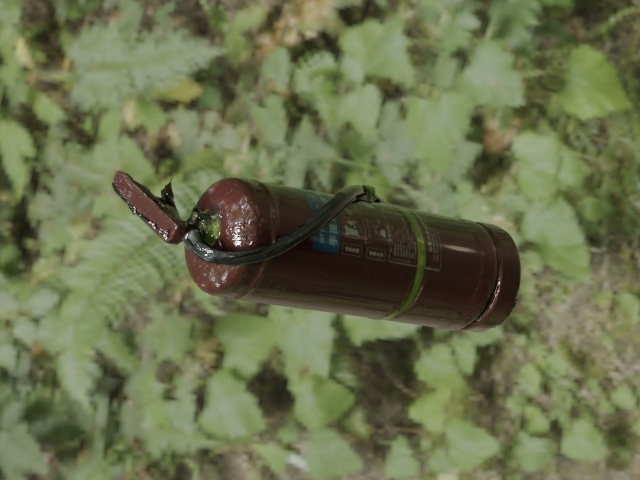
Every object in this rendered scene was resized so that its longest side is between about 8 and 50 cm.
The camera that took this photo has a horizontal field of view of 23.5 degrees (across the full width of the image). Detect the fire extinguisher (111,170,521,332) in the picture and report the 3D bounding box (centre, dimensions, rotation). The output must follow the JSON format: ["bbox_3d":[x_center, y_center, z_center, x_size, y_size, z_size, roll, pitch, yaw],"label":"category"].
[{"bbox_3d":[0.000,0.000,1.236,0.141,0.341,0.105,45,118,50],"label":"fire extinguisher"}]
